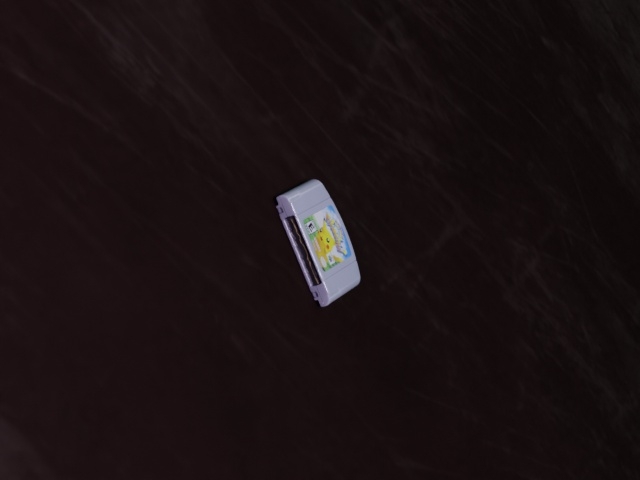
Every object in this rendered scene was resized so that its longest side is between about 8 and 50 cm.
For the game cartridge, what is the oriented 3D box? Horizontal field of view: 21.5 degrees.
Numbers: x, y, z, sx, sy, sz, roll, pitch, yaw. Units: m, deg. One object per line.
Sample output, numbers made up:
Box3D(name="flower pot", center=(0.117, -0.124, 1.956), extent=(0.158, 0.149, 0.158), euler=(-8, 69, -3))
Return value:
Box3D(name="game cartridge", center=(0.000, 0.000, 1.180), extent=(0.056, 0.017, 0.083), euler=(-33, 102, -61))
